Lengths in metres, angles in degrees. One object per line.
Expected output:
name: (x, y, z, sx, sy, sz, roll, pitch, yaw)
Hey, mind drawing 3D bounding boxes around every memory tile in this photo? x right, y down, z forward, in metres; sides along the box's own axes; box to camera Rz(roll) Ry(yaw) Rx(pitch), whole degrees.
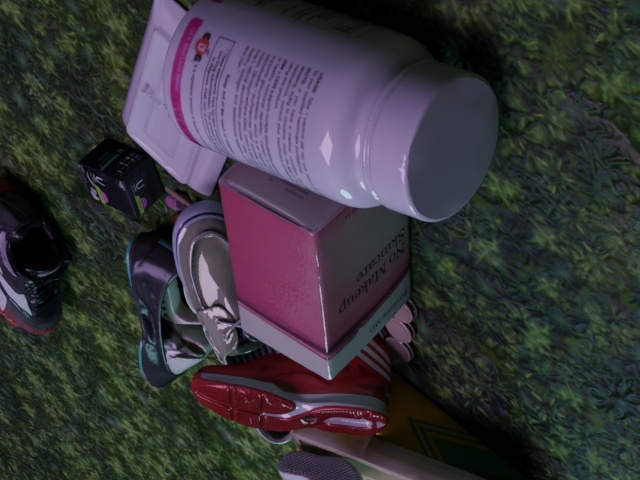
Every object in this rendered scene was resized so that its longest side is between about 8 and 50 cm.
memory tile: (0.046, 0.069, 1.826, 0.148, 0.012, 0.113, 32, 148, 26)

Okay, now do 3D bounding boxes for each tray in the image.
tray: (-0.155, -0.149, 1.802, 0.145, 0.030, 0.270, 43, 151, 8)

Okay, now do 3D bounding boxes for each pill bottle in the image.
pill bottle: (0.008, -0.123, 1.484, 0.283, 0.160, 0.160, 24, 144, 36)

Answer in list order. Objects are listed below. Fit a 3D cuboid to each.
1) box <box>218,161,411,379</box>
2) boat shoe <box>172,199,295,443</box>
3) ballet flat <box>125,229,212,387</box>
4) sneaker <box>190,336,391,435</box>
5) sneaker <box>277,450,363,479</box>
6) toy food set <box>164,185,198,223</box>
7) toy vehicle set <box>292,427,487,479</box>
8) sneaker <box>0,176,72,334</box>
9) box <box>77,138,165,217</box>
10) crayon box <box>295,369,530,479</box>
box: (0.000, 0.000, 1.659, 0.127, 0.148, 0.232, 29, 147, 27)
boat shoe: (-0.081, 0.095, 1.891, 0.094, 0.109, 0.302, -98, -16, -65)
ballet flat: (-0.187, 0.105, 2.102, 0.096, 0.095, 0.280, 20, 143, 20)
sneaker: (-0.026, 0.141, 1.841, 0.221, 0.128, 0.087, 11, 146, 2)
sneaker: (0.011, 0.281, 1.855, 0.134, 0.051, 0.070, 10, 135, 51)
toy food set: (-0.154, -0.024, 1.970, 0.078, 0.019, 0.122, 36, 157, 19)
toy vehicle set: (0.096, 0.299, 1.853, 0.267, 0.035, 0.166, 16, 138, 42)
sneaker: (-0.404, 0.042, 2.295, 0.135, 0.097, 0.276, 28, 145, 35)
box: (-0.239, -0.075, 1.980, 0.083, 0.052, 0.062, 22, 144, 36)
crayon box: (0.122, 0.283, 1.920, 0.318, 0.081, 0.202, 38, 150, 14)
